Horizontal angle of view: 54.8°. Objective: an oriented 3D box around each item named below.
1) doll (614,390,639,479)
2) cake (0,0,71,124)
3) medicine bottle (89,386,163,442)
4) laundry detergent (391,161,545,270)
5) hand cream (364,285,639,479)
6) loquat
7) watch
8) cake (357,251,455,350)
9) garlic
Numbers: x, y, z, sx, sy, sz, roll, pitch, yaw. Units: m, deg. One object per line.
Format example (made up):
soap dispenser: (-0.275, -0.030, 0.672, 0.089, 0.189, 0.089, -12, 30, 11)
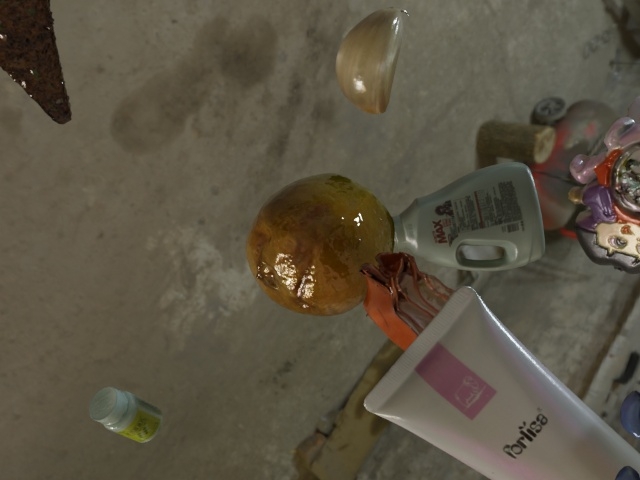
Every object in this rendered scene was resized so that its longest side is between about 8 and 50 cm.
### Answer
doll: (0.223, 0.102, 0.347, 0.109, 0.067, 0.206, 18, 103, -2)
cake: (-0.415, -0.300, 0.911, 0.135, 0.112, 0.246, -35, 138, 1)
medicine bottle: (-0.229, 0.206, 0.731, 0.047, 0.047, 0.083, -57, 141, -14)
laundry detergent: (0.342, -0.033, 1.552, 0.397, 0.125, 0.264, -13, 93, 1)
hand cream: (0.243, 0.225, 0.726, 0.358, 0.118, 0.185, 37, 100, -9)
loquat: (0.000, 0.000, 1.167, 0.284, 0.276, 0.276, -46, 131, -26)
watch: (0.500, -0.092, 0.931, 0.231, 0.196, 0.244, -31, 120, -44)
cake: (0.164, 0.124, 0.881, 0.287, 0.135, 0.098, 42, 68, -6)
garlic: (0.123, -0.415, 1.410, 0.164, 0.145, 0.245, -5, 117, -46)
